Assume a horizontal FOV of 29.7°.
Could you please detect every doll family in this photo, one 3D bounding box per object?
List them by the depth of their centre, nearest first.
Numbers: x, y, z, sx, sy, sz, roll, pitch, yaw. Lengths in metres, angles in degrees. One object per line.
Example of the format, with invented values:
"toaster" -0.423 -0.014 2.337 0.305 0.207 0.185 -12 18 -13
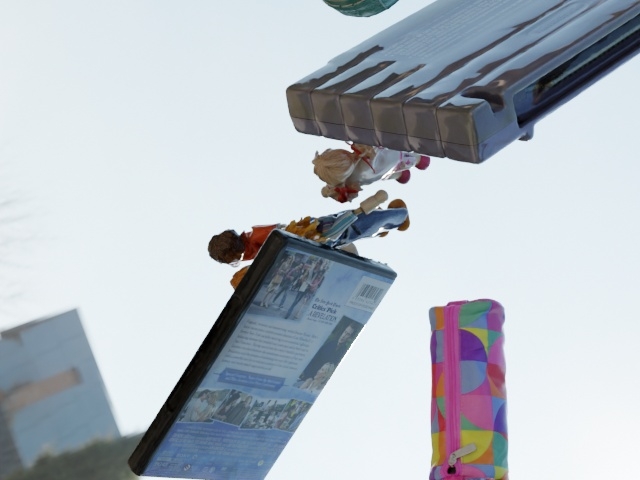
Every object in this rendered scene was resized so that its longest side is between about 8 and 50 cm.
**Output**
"doll family" 0.000 0.000 1.180 0.263 0.163 0.118 -37 -107 39

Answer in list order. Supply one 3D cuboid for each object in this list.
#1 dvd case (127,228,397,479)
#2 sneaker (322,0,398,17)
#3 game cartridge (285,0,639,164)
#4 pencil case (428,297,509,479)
"dvd case" -0.049 0.114 1.098 0.022 0.180 0.253 41 -76 36
"sneaker" 0.070 -0.245 0.878 0.108 0.302 0.121 -15 -50 30
"game cartridge" 0.166 -0.173 1.061 0.230 0.355 0.068 11 -54 50
"pencil case" 0.176 0.186 1.437 0.104 0.104 0.237 133 -39 -62
